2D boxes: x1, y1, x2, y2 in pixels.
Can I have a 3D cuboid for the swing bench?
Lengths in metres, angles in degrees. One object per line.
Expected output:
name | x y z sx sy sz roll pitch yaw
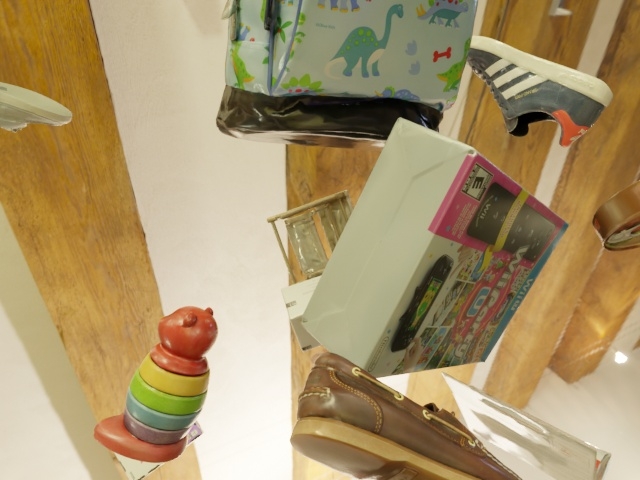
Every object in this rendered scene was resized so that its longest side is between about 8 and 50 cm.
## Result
swing bench | 0.000 0.000 1.404 0.254 0.165 0.254 -21 -84 -21

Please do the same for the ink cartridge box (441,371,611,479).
ink cartridge box | 0.281 0.248 0.590 0.066 0.188 0.233 -49 -46 -23

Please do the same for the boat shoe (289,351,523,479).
boat shoe | 0.078 0.152 0.321 0.206 0.073 0.073 33 -48 -11

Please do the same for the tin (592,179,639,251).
tin | 0.365 -0.046 0.417 0.189 0.040 0.106 -27 -36 23

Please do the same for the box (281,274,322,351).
box | 0.000 0.206 1.268 0.180 0.119 0.182 -19 -45 -5

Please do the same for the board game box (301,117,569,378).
board game box | 0.149 0.029 0.499 0.303 0.097 0.224 13 -73 -48

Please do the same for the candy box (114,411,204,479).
candy box | -0.430 0.492 1.127 0.196 0.165 0.070 -33 -11 -19

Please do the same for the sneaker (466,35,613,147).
sneaker | 0.399 -0.310 0.911 0.131 0.350 0.148 -1 -56 -46

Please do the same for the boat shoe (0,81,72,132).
boat shoe | -0.640 -0.269 0.887 0.227 0.079 0.081 11 -60 -34

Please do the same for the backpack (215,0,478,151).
backpack | 0.043 -0.287 0.470 0.289 0.273 0.357 1 -82 -24

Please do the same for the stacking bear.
stacking bear | -0.297 0.268 0.875 0.289 0.164 0.175 -68 -17 4
